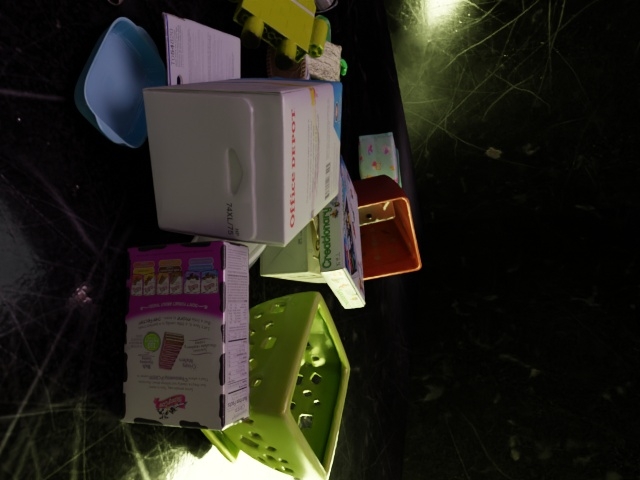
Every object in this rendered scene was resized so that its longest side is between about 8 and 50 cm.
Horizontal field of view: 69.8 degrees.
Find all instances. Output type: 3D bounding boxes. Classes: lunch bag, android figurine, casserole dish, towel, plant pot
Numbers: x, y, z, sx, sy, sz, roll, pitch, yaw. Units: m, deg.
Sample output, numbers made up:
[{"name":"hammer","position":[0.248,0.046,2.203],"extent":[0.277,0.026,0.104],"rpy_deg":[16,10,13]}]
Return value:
[{"name":"lunch bag","position":[0.239,-0.281,1.840],"extent":[0.262,0.160,0.223],"rpy_deg":[44,41,-77]},{"name":"android figurine","position":[-0.092,-0.504,1.002],"extent":[0.248,0.056,0.273],"rpy_deg":[26,58,-28]},{"name":"casserole dish","position":[-0.270,-0.211,0.622],"extent":[0.114,0.037,0.188],"rpy_deg":[55,37,-54]},{"name":"towel","position":[-0.004,-0.477,1.211],"extent":[0.148,0.027,0.110],"rpy_deg":[2,95,-39]},{"name":"plant pot","position":[0.148,-0.059,1.428],"extent":[0.236,0.267,0.267],"rpy_deg":[-86,161,-53]},{"name":"plant pot","position":[-0.088,0.241,0.771],"extent":[0.227,0.207,0.228],"rpy_deg":[-72,150,-47]}]

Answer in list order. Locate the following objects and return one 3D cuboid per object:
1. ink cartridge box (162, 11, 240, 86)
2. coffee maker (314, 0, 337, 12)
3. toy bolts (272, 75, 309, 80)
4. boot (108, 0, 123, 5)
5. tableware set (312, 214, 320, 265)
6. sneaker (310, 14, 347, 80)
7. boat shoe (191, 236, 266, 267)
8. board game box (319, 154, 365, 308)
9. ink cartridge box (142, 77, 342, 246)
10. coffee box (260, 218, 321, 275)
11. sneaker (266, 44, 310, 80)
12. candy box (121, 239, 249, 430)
[{"name":"ink cartridge box","position":[-0.199,-0.231,0.747],"extent":[0.224,0.045,0.223],"rpy_deg":[-39,134,-68]},{"name":"coffee maker","position":[-0.033,-0.761,1.297],"extent":[0.171,0.120,0.178],"rpy_deg":[63,18,7]},{"name":"toy bolts","position":[-0.065,-0.237,0.999],"extent":[0.218,0.158,0.228],"rpy_deg":[-27,111,-68]},{"name":"boot","position":[-0.288,-0.379,0.602],"extent":[0.118,0.042,0.087],"rpy_deg":[49,44,-58]},{"name":"tableware set","position":[0.000,0.000,0.984],"extent":[0.104,0.024,0.154],"rpy_deg":[-69,147,-63]},{"name":"sneaker","position":[0.019,-0.517,1.337],"extent":[0.109,0.123,0.295],"rpy_deg":[33,55,-65]},{"name":"boat shoe","position":[-0.137,-0.001,0.825],"extent":[0.319,0.116,0.099],"rpy_deg":[-66,165,-49]},{"name":"board game box","position":[0.047,-0.026,1.022],"extent":[0.193,0.053,0.305],"rpy_deg":[59,25,-55]},{"name":"ink cartridge box","position":[-0.096,-0.137,0.699],"extent":[0.270,0.197,0.198],"rpy_deg":[-50,145,-63]},{"name":"coffee box","position":[-0.027,0.012,1.109],"extent":[0.297,0.119,0.168],"rpy_deg":[22,64,-67]},{"name":"sneaker","position":[-0.051,-0.387,1.162],"extent":[0.153,0.099,0.282],"rpy_deg":[-61,140,-61]},{"name":"candy box","position":[-0.179,0.123,0.619],"extent":[0.071,0.159,0.233],"rpy_deg":[19,69,-67]}]
